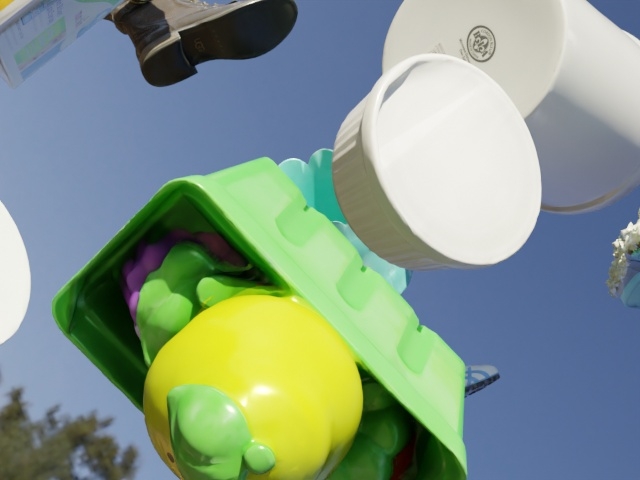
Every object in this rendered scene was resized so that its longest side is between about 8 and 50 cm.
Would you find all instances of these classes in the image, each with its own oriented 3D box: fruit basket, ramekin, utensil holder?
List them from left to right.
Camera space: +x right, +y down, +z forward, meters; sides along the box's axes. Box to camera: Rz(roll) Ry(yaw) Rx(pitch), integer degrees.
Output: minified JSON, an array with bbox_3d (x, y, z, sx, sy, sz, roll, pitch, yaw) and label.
[{"bbox_3d":[-0.060,0.133,1.015,0.283,0.392,0.392,-40,-110,36],"label":"fruit basket"},{"bbox_3d":[0.135,-0.086,1.460,0.127,0.273,0.272,-24,-93,53],"label":"ramekin"},{"bbox_3d":[0.324,-0.239,1.815,0.328,0.385,0.327,-10,-107,33],"label":"utensil holder"}]

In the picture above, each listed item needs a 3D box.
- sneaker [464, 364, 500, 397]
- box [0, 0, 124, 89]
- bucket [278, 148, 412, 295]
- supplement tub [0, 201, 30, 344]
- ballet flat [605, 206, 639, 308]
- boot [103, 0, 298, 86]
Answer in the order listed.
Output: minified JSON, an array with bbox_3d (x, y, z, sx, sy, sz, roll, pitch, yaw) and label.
[{"bbox_3d":[0.173,0.222,1.883,0.085,0.237,0.086,107,-27,-69],"label":"sneaker"},{"bbox_3d":[-0.157,-0.163,0.610,0.103,0.114,0.203,50,-8,-8],"label":"box"},{"bbox_3d":[0.000,0.000,1.768,0.281,0.281,0.183,25,-40,56],"label":"bucket"},{"bbox_3d":[-0.474,0.070,1.147,0.331,0.241,0.241,-25,-95,28],"label":"supplement tub"},{"bbox_3d":[0.428,-0.014,1.414,0.409,0.147,0.147,94,-30,-77],"label":"ballet flat"},{"bbox_3d":[-0.187,-0.341,1.691,0.091,0.263,0.229,78,-14,-46],"label":"boot"}]
